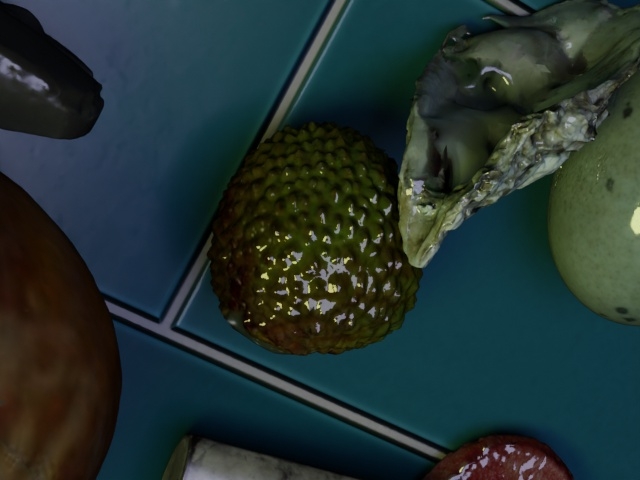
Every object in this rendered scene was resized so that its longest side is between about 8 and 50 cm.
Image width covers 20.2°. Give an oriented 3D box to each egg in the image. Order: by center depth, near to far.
[{"bbox_3d":[0.264,-0.048,1.345,0.169,0.169,0.236,30,95,-27],"label":"egg"}]

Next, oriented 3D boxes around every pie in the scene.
[{"bbox_3d":[0.138,0.223,1.449,0.154,0.036,0.154,-6,109,-18],"label":"pie"}]

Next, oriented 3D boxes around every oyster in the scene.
[{"bbox_3d":[0.148,-0.097,1.263,0.199,0.252,0.087,-5,131,3],"label":"oyster"}]

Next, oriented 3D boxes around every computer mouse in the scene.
[{"bbox_3d":[-0.260,-0.135,1.125,0.269,0.137,0.086,10,108,-23],"label":"computer mouse"}]

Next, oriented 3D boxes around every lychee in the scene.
[{"bbox_3d":[0.000,0.000,1.263,0.171,0.171,0.171,-6,108,-20],"label":"lychee"}]

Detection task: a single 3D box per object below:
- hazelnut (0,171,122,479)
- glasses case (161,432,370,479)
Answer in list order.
[{"bbox_3d":[-0.316,0.110,1.063,0.409,0.359,0.359,-40,117,-24],"label":"hazelnut"},{"bbox_3d":[0.021,0.229,1.367,0.299,0.060,0.114,16,106,-17],"label":"glasses case"}]
